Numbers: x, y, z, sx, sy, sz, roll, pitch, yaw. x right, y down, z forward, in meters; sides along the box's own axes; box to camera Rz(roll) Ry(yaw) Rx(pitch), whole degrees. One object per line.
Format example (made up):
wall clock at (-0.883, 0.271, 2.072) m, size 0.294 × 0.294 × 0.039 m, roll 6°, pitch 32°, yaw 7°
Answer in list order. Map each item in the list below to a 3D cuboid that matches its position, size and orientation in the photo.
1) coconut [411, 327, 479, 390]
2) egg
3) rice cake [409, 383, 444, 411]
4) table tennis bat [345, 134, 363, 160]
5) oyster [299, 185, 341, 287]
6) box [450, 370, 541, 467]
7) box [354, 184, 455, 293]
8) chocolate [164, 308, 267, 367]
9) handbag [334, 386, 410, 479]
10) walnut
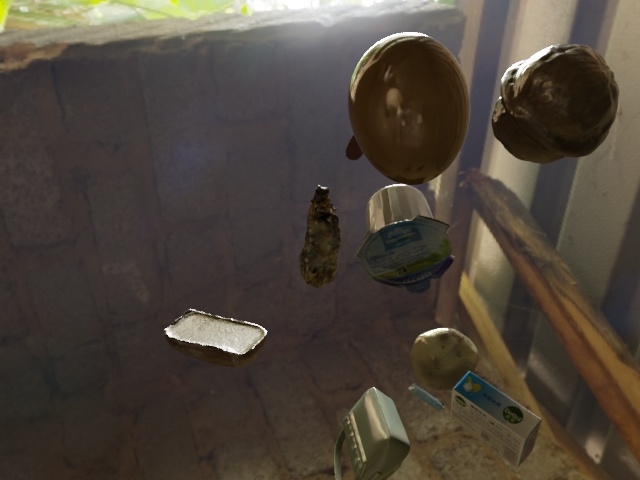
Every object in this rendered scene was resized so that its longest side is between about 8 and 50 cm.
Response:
coconut at (0.397, 0.376, 1.881) m, size 0.224 × 0.224 × 0.224 m, roll 168°, pitch -90°, yaw -72°
egg at (0.220, -0.326, 1.470) m, size 0.301 × 0.300 × 0.374 m, roll 134°, pitch -52°, yaw -69°
rice cake at (0.281, 0.415, 1.559) m, size 0.022 × 0.121 × 0.022 m, roll -42°, pitch -156°, yaw 24°
table tennis bat at (0.139, -0.360, 2.113) m, size 0.013 × 0.087 × 0.157 m, roll 41°, pitch -66°, yaw 44°
oyster at (0.003, 0.000, 1.719) m, size 0.079 × 0.128 × 0.345 m, roll -123°, pitch -151°, yaw -52°
box at (0.403, 0.417, 1.383) m, size 0.194 × 0.073 × 0.139 m, roll 33°, pitch -33°, yaw 35°
box at (0.239, -0.015, 1.664) m, size 0.206 × 0.262 × 0.291 m, roll -93°, pitch 157°, yaw -45°
chocolate at (-0.262, 0.259, 1.486) m, size 0.261 × 0.161 × 0.083 m, roll 11°, pitch -69°, yaw 24°
handbag at (0.110, 0.507, 1.457) m, size 0.219 × 0.079 × 0.256 m, roll -51°, pitch -163°, yaw 12°
walnut at (0.404, -0.232, 1.025) m, size 0.224 × 0.224 × 0.224 m, roll 168°, pitch -90°, yaw -72°
